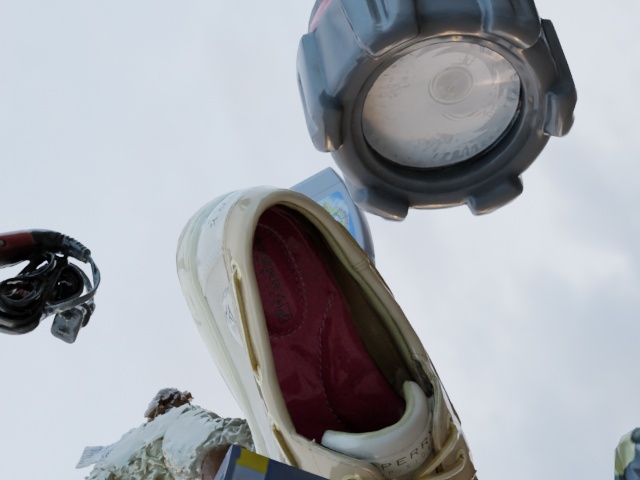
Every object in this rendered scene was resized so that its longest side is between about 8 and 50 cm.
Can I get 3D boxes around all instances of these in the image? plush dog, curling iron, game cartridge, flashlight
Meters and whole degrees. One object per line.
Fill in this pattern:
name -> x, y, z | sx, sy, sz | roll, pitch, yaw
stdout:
plush dog -> -0.095, 0.263, 1.463 | 0.225, 0.262, 0.210 | 53, -164, -16
curling iron -> -0.213, 0.027, 0.741 | 0.274, 0.068, 0.035 | -5, -55, -42
game cartridge -> 0.000, 0.000, 0.887 | 0.017, 0.056, 0.083 | 49, -162, -52
flashlight -> 0.026, -0.134, 0.705 | 0.304, 0.103, 0.103 | -103, 7, -50

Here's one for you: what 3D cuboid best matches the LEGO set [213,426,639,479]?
LEGO set -> 0.016, 0.217, 0.407 | 0.192, 0.331, 0.255 | 20, -148, -7

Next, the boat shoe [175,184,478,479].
boat shoe -> 0.012, 0.059, 0.496 | 0.063, 0.059, 0.170 | -33, -87, -20
